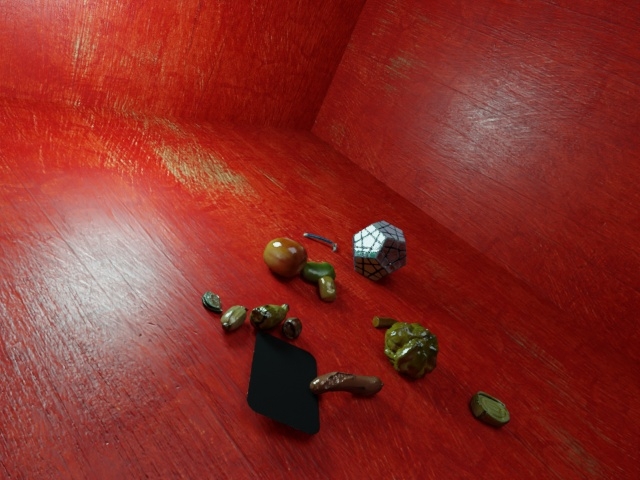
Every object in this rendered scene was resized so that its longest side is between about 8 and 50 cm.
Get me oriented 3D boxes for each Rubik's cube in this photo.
[{"bbox_3d":[0.304,0.053,2.180,0.265,0.318,0.319,-3,29,2],"label":"Rubik's cube"}]

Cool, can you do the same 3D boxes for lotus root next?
[{"bbox_3d":[-0.306,0.273,1.483,0.073,0.062,0.150,37,28,4],"label":"lotus root"},{"bbox_3d":[-0.180,0.280,1.548,0.108,0.094,0.191,15,7,31],"label":"lotus root"}]

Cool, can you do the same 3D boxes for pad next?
[{"bbox_3d":[-0.097,0.479,1.360,0.315,0.063,0.375,27,20,-12],"label":"pad"}]

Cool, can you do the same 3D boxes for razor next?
[{"bbox_3d":[0.002,-0.003,2.265,0.191,0.037,0.068,23,28,-6],"label":"razor"}]

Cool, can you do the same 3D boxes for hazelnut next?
[{"bbox_3d":[-0.106,0.327,1.557,0.087,0.086,0.086,21,28,-11],"label":"hazelnut"}]

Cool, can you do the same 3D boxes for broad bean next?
[{"bbox_3d":[-0.009,0.153,1.949,0.175,0.082,0.124,-4,38,-29],"label":"broad bean"}]

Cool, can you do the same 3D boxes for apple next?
[{"bbox_3d":[-0.159,0.073,1.857,0.199,0.199,0.199,21,28,-11],"label":"apple"}]

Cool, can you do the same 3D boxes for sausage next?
[{"bbox_3d":[0.091,0.487,1.417,0.305,0.078,0.078,17,27,-34],"label":"sausage"}]

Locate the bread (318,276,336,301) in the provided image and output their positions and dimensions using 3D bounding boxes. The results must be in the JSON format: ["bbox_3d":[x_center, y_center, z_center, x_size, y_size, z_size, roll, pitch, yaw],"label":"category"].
[{"bbox_3d":[0.035,0.213,1.856,0.082,0.056,0.115,12,59,-27],"label":"bread"}]

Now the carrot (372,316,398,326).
[{"bbox_3d":[0.296,0.365,1.870,0.139,0.048,0.048,9,32,-35],"label":"carrot"}]

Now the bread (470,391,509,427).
[{"bbox_3d":[0.666,0.667,1.640,0.156,0.064,0.117,30,31,4],"label":"bread"}]

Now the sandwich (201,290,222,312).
[{"bbox_3d":[-0.397,0.223,1.531,0.070,0.026,0.101,9,31,-29],"label":"sandwich"}]

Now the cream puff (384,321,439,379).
[{"bbox_3d":[0.373,0.435,1.690,0.245,0.196,0.244,-2,43,2],"label":"cream puff"}]
